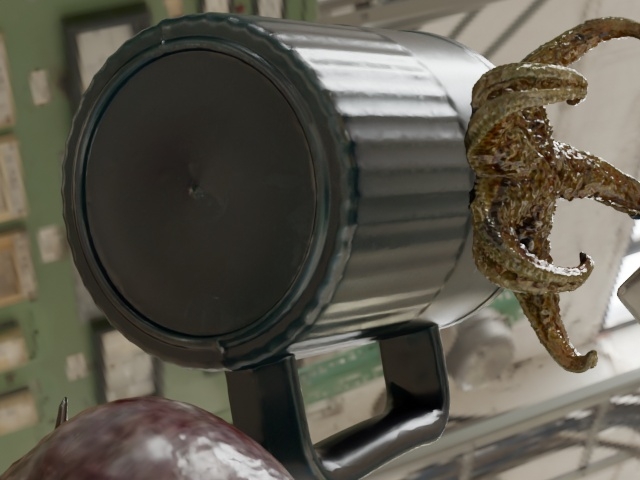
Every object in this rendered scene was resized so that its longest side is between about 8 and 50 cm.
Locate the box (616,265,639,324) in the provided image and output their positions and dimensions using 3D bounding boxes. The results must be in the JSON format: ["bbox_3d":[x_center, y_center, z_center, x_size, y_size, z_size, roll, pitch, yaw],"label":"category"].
[{"bbox_3d":[0.229,0.058,0.431,0.233,0.149,0.067,50,-36,4],"label":"box"}]

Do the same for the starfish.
[{"bbox_3d":[0.138,-0.025,0.700,0.074,0.146,0.190,6,-71,37],"label":"starfish"}]

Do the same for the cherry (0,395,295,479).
[{"bbox_3d":[-0.091,0.215,0.651,0.300,0.230,0.203,51,-2,30],"label":"cherry"}]

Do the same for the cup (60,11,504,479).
[{"bbox_3d":[-0.014,-0.009,0.889,0.242,0.292,0.308,22,-77,27],"label":"cup"}]
